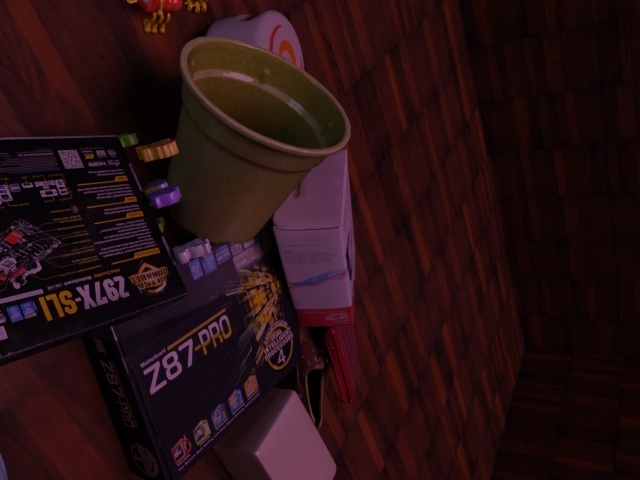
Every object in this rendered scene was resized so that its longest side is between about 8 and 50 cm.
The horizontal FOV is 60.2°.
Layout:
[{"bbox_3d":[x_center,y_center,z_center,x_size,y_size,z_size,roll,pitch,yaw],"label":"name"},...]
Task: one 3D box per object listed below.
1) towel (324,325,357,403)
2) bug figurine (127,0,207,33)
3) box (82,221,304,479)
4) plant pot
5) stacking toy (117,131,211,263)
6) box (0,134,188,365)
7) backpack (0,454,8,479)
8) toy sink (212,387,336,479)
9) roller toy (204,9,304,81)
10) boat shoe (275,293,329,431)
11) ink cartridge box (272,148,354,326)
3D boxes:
[{"bbox_3d":[0.051,0.236,1.330,0.275,0.031,0.199,-73,151,-69],"label":"towel"},{"bbox_3d":[-0.257,-0.497,0.916,0.216,0.072,0.279,-34,117,-53],"label":"bug figurine"},{"bbox_3d":[-0.199,0.165,0.972,0.395,0.097,0.319,-33,113,-52],"label":"box"},{"bbox_3d":[-0.131,-0.140,0.897,0.275,0.254,0.276,21,39,-18],"label":"plant pot"},{"bbox_3d":[-0.238,-0.073,0.821,0.052,0.221,0.167,-24,115,-24],"label":"stacking toy"},{"bbox_3d":[-0.348,0.002,0.676,0.322,0.079,0.257,-19,83,-55],"label":"box"},{"bbox_3d":[-0.416,0.270,0.511,0.191,0.224,0.254,-98,-179,-83],"label":"backpack"},{"bbox_3d":[-0.090,0.432,1.104,0.153,0.131,0.234,-52,126,-44],"label":"toy sink"},{"bbox_3d":[-0.128,-0.329,1.045,0.191,0.146,0.210,47,47,-59],"label":"roller toy"},{"bbox_3d":[-0.028,0.268,1.224,0.110,0.104,0.308,11,80,-56],"label":"boat shoe"},{"bbox_3d":[0.000,0.000,1.125,0.306,0.131,0.226,83,9,-48],"label":"ink cartridge box"}]
